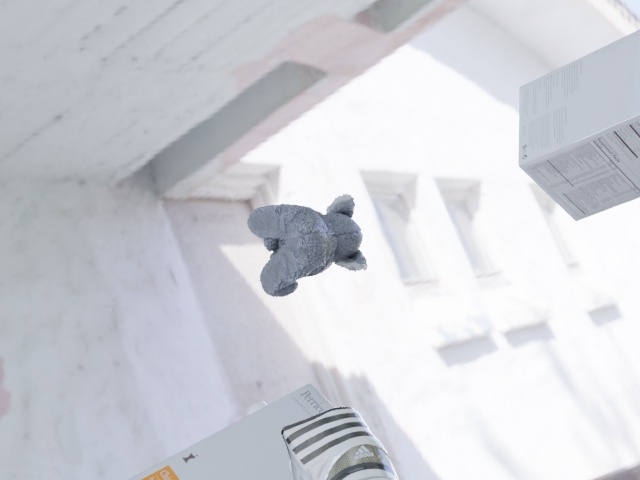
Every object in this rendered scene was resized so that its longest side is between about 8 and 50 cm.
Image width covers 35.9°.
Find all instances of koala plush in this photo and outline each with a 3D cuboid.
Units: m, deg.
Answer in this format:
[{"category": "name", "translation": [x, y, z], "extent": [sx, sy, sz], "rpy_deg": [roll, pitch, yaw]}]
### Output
[{"category": "koala plush", "translation": [0.000, 0.000, 2.038], "extent": [0.221, 0.196, 0.203], "rpy_deg": [-6, -9, -36]}]

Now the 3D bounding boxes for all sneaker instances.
[{"category": "sneaker", "translation": [0.023, 0.437, 1.511], "extent": [0.169, 0.257, 0.447], "rpy_deg": [1, -55, -17]}]

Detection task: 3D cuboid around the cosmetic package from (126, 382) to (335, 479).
[{"category": "cosmetic package", "translation": [-0.138, 0.461, 1.737], "extent": [0.453, 0.230, 0.161], "rpy_deg": [-25, -55, -23]}]

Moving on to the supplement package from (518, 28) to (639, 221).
[{"category": "supplement package", "translation": [0.513, -0.199, 1.736], "extent": [0.263, 0.199, 0.198], "rpy_deg": [-24, -46, 37]}]

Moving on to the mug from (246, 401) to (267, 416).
[{"category": "mug", "translation": [-0.059, 0.514, 2.119], "extent": [0.276, 0.374, 0.328], "rpy_deg": [-28, -27, -10]}]
